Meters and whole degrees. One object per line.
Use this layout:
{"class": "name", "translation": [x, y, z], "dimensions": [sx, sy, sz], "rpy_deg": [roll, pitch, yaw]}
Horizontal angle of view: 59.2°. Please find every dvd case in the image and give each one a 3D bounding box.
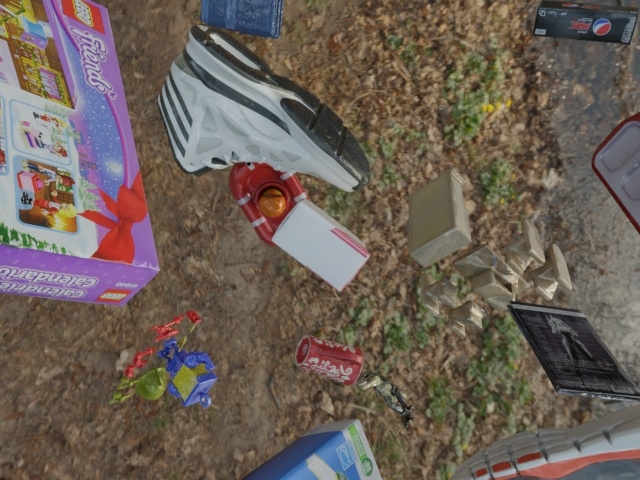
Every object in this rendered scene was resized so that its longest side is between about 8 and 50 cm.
{"class": "dvd case", "translation": [0.451, 0.195, 1.018], "dimensions": [0.164, 0.221, 0.018], "rpy_deg": [8, 123, -13]}

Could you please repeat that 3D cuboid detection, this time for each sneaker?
{"class": "sneaker", "translation": [-0.127, -0.200, 1.152], "dimensions": [0.447, 0.169, 0.257], "rpy_deg": [37, 120, -13]}
{"class": "sneaker", "translation": [0.159, 0.154, 0.351], "dimensions": [0.157, 0.061, 0.065], "rpy_deg": [-24, 84, 24]}

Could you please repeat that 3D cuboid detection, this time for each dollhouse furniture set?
{"class": "dollhouse furniture set", "translation": [0.439, 0.026, 1.629], "dimensions": [0.394, 0.257, 0.362], "rpy_deg": [38, 128, -25]}

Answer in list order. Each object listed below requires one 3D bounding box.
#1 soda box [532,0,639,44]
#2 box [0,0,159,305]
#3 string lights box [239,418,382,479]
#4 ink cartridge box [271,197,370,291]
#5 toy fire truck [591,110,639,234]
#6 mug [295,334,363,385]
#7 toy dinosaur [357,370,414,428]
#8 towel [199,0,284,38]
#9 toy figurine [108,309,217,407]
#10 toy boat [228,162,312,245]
{"class": "soda box", "translation": [0.480, -0.397, 1.022], "dimensions": [0.168, 0.060, 0.053], "rpy_deg": [15, 128, 20]}
{"class": "box", "translation": [-0.237, -0.102, 0.398], "dimensions": [0.057, 0.293, 0.200], "rpy_deg": [-38, 147, 29]}
{"class": "string lights box", "translation": [-0.037, 0.300, 0.566], "dimensions": [0.259, 0.076, 0.134], "rpy_deg": [-18, 85, -50]}
{"class": "ink cartridge box", "translation": [0.000, 0.000, 1.072], "dimensions": [0.158, 0.218, 0.092], "rpy_deg": [38, 97, -4]}
{"class": "toy fire truck", "translation": [0.375, -0.072, 0.462], "dimensions": [0.169, 0.302, 0.254], "rpy_deg": [20, 127, -17]}
{"class": "mug", "translation": [0.030, 0.324, 1.596], "dimensions": [0.169, 0.113, 0.150], "rpy_deg": [22, 126, -21]}
{"class": "toy dinosaur", "translation": [0.185, 0.392, 1.390], "dimensions": [0.064, 0.118, 0.268], "rpy_deg": [-41, 141, 5]}
{"class": "towel", "translation": [-0.099, -0.296, 0.708], "dimensions": [0.029, 0.119, 0.067], "rpy_deg": [-28, 134, -54]}
{"class": "toy figurine", "translation": [-0.396, 0.394, 1.539], "dimensions": [0.217, 0.191, 0.363], "rpy_deg": [44, 116, 18]}
{"class": "toy boat", "translation": [-0.110, -0.093, 1.273], "dimensions": [0.151, 0.151, 0.231], "rpy_deg": [-31, 104, 2]}
